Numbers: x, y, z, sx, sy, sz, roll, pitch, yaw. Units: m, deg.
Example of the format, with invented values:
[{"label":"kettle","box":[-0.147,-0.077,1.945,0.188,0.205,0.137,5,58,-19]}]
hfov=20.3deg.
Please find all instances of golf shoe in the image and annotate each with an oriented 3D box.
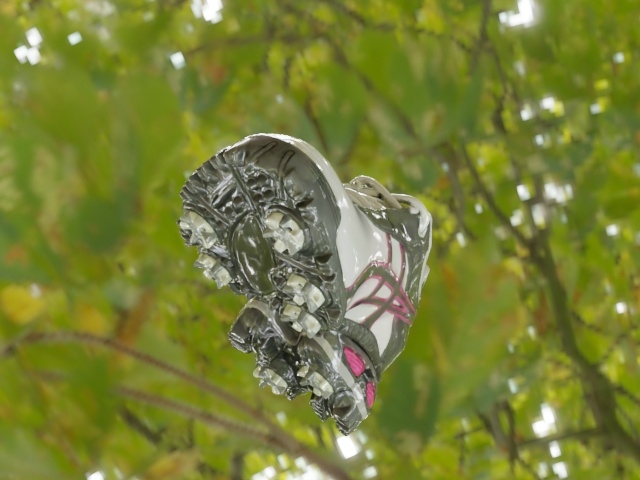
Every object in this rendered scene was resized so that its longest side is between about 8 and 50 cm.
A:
[{"label":"golf shoe","box":[0.000,0.000,0.983,0.105,0.273,0.120,32,-109,20]}]
